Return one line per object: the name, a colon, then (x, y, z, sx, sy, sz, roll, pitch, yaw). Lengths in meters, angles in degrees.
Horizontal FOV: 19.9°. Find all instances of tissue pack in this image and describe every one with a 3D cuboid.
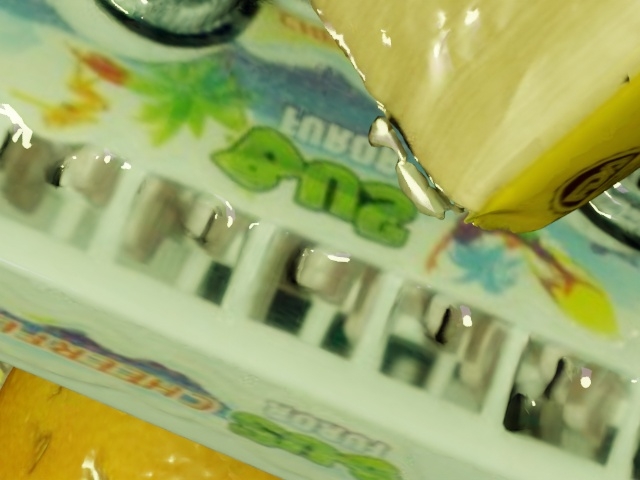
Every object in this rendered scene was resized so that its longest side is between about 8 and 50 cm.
tissue pack: (0.127, -0.141, 0.450, 0.134, 0.192, 0.271, 51, 129, 3)

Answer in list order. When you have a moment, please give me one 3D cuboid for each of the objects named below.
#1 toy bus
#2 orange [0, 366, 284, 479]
toy bus: (0.000, 0.000, 0.564, 0.330, 0.136, 0.109, 23, 149, -5)
orange: (-0.036, 0.101, 0.670, 0.206, 0.206, 0.206, 14, 119, 26)
